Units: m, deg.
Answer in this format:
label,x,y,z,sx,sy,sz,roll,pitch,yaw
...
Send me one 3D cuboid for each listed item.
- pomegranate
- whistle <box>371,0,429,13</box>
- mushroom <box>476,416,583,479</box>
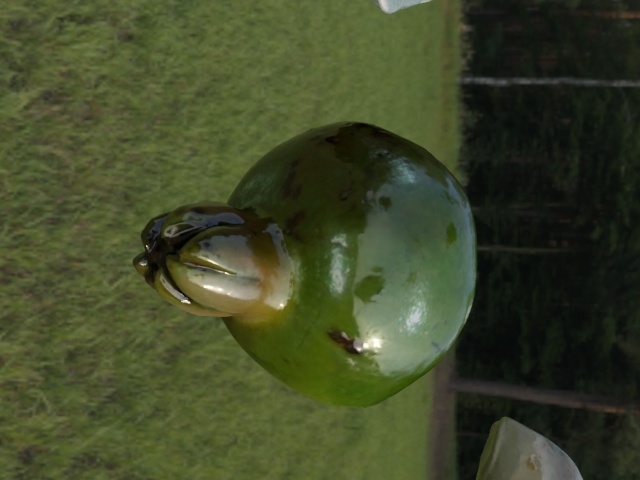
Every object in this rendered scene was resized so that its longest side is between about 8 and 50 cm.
label,x,y,z,sx,sy,sz,roll,pitch,yaw
pomegranate,0.002,-0.007,0.589,0.159,0.241,0.190,-58,-159,29
whistle,0.067,-0.370,0.691,0.188,0.168,0.405,53,-11,14
mushroom,0.233,0.351,0.923,0.128,0.128,0.350,-47,130,-78
